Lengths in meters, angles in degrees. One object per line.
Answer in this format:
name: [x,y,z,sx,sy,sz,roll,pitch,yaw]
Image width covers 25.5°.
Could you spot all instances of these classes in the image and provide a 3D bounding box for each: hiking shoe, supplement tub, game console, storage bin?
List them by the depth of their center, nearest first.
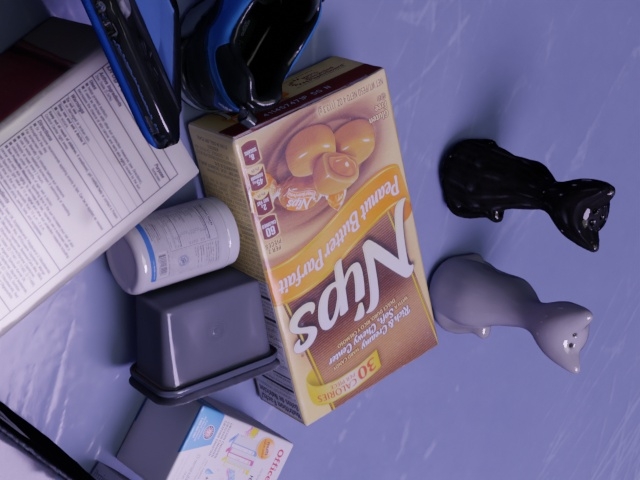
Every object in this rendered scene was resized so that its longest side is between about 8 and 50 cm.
game console: [-0.096,-0.255,1.083,0.173,0.293,0.250,-18,121,6]
hiking shoe: [-0.027,-0.248,1.266,0.113,0.132,0.304,18,93,-40]
supplement tub: [-0.137,0.004,1.303,0.107,0.071,0.071,-17,114,-33]
storage bin: [-0.114,0.081,1.326,0.135,0.098,0.091,-16,115,-32]

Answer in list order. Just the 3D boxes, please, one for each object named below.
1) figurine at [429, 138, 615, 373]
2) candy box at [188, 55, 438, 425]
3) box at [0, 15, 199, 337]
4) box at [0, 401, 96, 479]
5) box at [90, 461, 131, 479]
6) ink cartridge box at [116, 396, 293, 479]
figurine: [0.217,0.017,1.487,0.092,0.209,0.215,-6,108,-36]
candy box: [0.000,0.000,1.394,0.183,0.087,0.317,-28,119,-28]
box: [-0.245,-0.055,1.165,0.232,0.126,0.149,-41,125,-20]
box: [-0.431,0.273,1.026,0.472,0.297,0.480,-51,128,-10]
box: [-0.177,0.281,1.340,0.102,0.101,0.087,42,77,-38]
ink cartridge box: [-0.105,0.207,1.379,0.143,0.090,0.092,29,86,-39]
